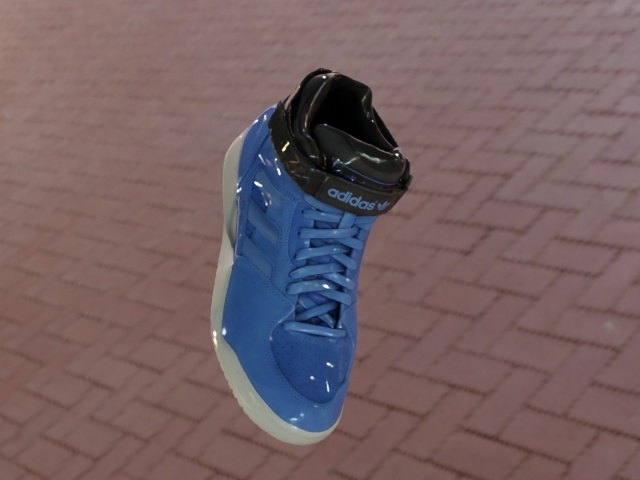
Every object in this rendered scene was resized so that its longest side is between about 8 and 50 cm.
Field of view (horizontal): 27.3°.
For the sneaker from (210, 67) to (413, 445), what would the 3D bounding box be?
[{"bbox_3d":[-0.001,0.000,0.530,0.084,0.058,0.152,-43,40,45],"label":"sneaker"}]
